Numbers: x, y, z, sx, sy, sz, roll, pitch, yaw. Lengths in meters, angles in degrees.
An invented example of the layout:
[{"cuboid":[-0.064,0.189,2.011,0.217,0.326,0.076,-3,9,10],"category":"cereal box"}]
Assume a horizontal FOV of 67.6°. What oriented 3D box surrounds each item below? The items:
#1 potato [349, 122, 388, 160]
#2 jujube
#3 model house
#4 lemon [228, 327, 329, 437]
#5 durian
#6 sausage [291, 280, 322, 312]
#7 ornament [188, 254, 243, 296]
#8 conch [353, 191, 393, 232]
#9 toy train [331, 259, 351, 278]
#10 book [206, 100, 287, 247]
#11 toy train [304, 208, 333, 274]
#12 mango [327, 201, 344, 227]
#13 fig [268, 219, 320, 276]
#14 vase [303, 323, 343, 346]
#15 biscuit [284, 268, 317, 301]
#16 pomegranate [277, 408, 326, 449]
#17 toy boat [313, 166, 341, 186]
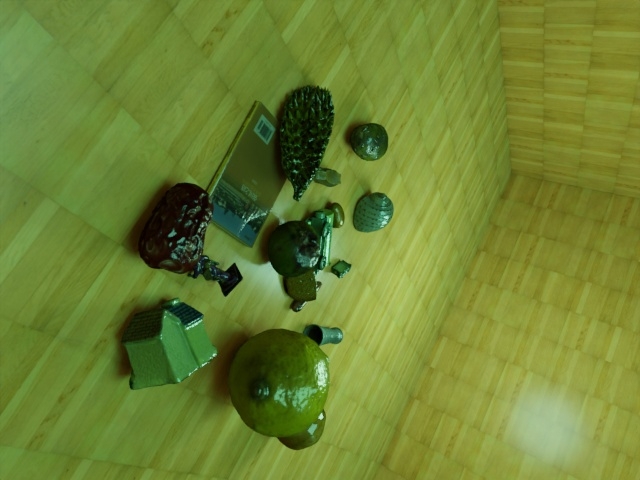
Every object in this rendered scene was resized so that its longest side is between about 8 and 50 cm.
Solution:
[{"cuboid":[0.202,-0.385,1.871,0.251,0.113,0.149,3,104,-57],"category":"potato"},{"cuboid":[-0.355,-0.029,1.195,0.155,0.155,0.230,47,57,-54],"category":"jujube"},{"cuboid":[-0.409,0.261,1.271,0.214,0.195,0.189,-29,106,-65],"category":"model house"},{"cuboid":[-0.138,0.464,1.580,0.350,0.349,0.387,-67,159,-6],"category":"lemon"},{"cuboid":[-0.056,-0.320,1.522,0.198,0.163,0.394,-169,-95,-79],"category":"durian"},{"cuboid":[-0.051,0.217,1.870,0.177,0.040,0.047,-45,139,-37],"category":"sausage"},{"cuboid":[-0.331,0.087,1.365,0.203,0.088,0.081,25,109,-45],"category":"ornament"},{"cuboid":[0.240,-0.109,2.055,0.172,0.131,0.200,-25,125,-50],"category":"conch"},{"cuboid":[0.089,0.120,2.015,0.093,0.056,0.038,-35,150,-43],"category":"toy train"},{"cuboid":[-0.201,-0.190,1.446,0.374,0.028,0.262,-64,147,-12],"category":"book"},{"cuboid":[0.000,0.000,1.795,0.157,0.105,0.253,-39,137,-61],"category":"toy train"},{"cuboid":[0.059,-0.098,1.854,0.080,0.060,0.114,-55,141,-29],"category":"mango"},{"cuboid":[-0.093,0.035,1.605,0.181,0.181,0.191,-18,147,-52],"category":"fig"},{"cuboid":[0.020,0.405,2.029,0.219,0.096,0.096,20,89,-61],"category":"vase"},{"cuboid":[-0.074,0.154,1.767,0.126,0.025,0.206,-14,128,-11],"category":"biscuit"},{"cuboid":[-0.087,0.727,1.920,0.233,0.233,0.233,-31,131,-45],"category":"pomegranate"},{"cuboid":[0.016,-0.225,1.714,0.206,0.072,0.064,0,92,-70],"category":"toy boat"}]
